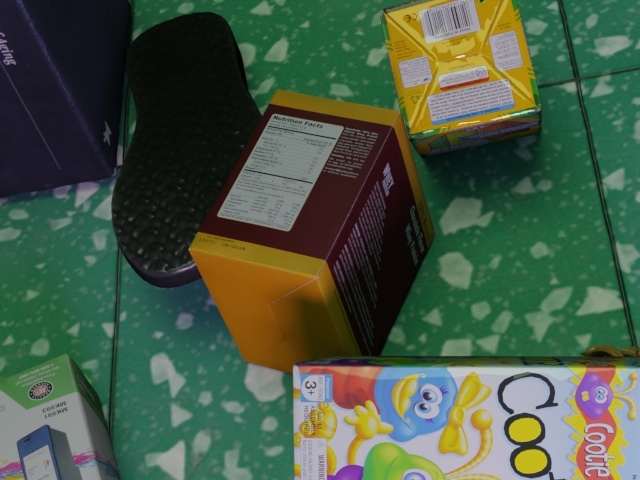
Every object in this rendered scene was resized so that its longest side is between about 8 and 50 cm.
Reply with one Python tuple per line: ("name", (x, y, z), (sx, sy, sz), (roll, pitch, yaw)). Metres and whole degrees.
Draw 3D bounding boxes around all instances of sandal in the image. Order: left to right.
("sandal", (-0.122, -0.090, 1.537), (0.167, 0.107, 0.446), (-14, 38, 7))

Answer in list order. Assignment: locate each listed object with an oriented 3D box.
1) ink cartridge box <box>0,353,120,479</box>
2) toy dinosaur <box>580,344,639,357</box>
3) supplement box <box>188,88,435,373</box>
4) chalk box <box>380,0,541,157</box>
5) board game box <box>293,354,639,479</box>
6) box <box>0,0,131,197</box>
("ink cartridge box", (-0.263, 0.230, 1.321), (0.154, 0.093, 0.212), (-21, 52, -1))
("toy dinosaur", (0.278, 0.144, 1.264), (0.211, 0.064, 0.112), (-16, 71, 13))
("supplement box", (0.000, 0.000, 1.358), (0.129, 0.191, 0.194), (13, 58, 24))
("chalk box", (0.145, -0.161, 1.459), (0.132, 0.213, 0.132), (-13, 84, 9))
("board game box", (0.128, 0.167, 1.191), (0.275, 0.142, 0.144), (-2, 88, 15))
("box", (-0.502, -0.277, 1.532), (0.471, 0.480, 0.297), (-8, 51, 10))
